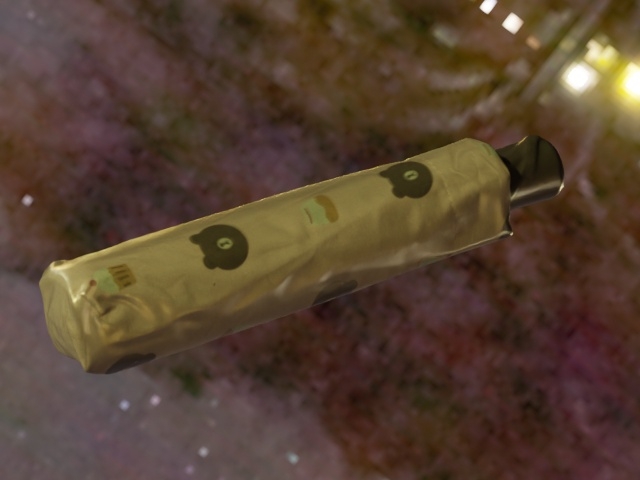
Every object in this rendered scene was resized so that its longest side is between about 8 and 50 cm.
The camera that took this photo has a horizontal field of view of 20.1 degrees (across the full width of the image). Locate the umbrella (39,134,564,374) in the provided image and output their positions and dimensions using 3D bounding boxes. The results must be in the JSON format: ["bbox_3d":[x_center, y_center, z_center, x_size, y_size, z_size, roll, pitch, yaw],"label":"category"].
[{"bbox_3d":[0.000,0.000,1.059,0.337,0.067,0.073,-18,-149,-25],"label":"umbrella"}]
